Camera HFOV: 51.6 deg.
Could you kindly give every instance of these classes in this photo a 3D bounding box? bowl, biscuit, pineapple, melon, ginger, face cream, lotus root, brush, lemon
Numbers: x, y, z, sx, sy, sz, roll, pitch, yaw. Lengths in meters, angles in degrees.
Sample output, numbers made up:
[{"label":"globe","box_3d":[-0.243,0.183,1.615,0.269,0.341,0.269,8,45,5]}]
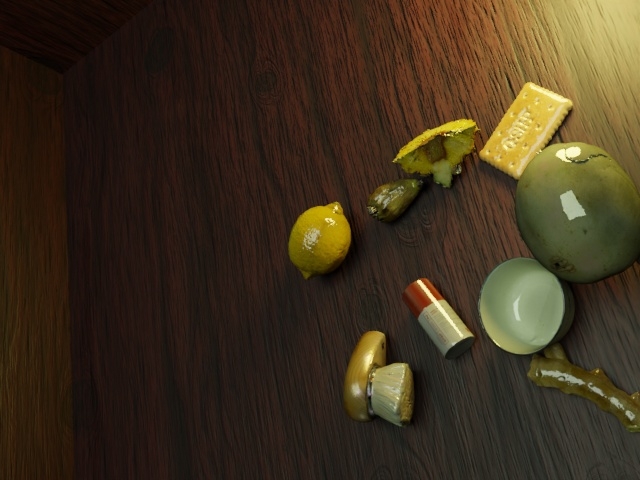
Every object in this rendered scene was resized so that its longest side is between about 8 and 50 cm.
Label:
[{"label":"bowl","box_3d":[0.520,0.163,1.621,0.237,0.126,0.238,-13,73,49]},{"label":"biscuit","box_3d":[0.555,-0.300,1.806,0.160,0.030,0.250,40,102,37]},{"label":"pineapple","box_3d":[0.357,-0.251,1.911,0.249,0.164,0.140,-30,22,22]},{"label":"melon","box_3d":[0.570,-0.067,1.482,0.268,0.268,0.330,-30,72,27]},{"label":"ginger","box_3d":[0.625,0.348,1.545,0.298,0.065,0.118,33,84,38]},{"label":"face cream","box_3d":[0.316,0.210,1.795,0.096,0.095,0.214,-46,55,17]},{"label":"lotus root","box_3d":[0.229,-0.129,1.968,0.190,0.094,0.108,-33,99,13]},{"label":"brush","box_3d":[0.172,0.373,1.826,0.166,0.174,0.267,-2,59,23]},{"label":"lemon","box_3d":[0.000,0.000,2.034,0.188,0.188,0.257,26,93,38]}]

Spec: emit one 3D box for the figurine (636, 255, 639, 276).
[{"label":"figurine","box_3d":[0.794,0.035,1.449,0.288,0.186,0.176,66,160,12]}]
